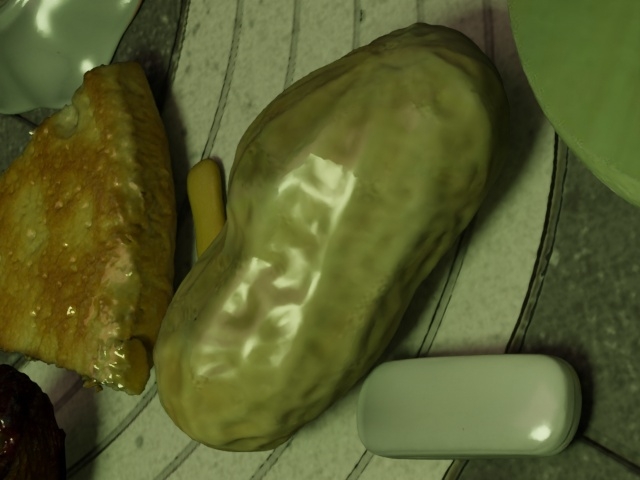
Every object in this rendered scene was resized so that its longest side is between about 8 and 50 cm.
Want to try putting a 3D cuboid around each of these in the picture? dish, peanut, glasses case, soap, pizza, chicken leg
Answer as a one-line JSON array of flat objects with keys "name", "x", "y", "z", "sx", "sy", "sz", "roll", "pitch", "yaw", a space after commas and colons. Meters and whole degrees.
[{"name": "dish", "x": -0.240, "y": -0.215, "z": 1.573, "sx": 0.229, "sy": 0.081, "sz": 0.229, "roll": -15, "pitch": 68, "yaw": 39}, {"name": "peanut", "x": 0.000, "y": 0.000, "z": 1.235, "sx": 0.313, "sy": 0.152, "sz": 0.152, "roll": -57, "pitch": 47, "yaw": 17}, {"name": "glasses case", "x": 0.089, "y": 0.103, "z": 1.195, "sx": 0.164, "sy": 0.041, "sz": 0.063, "roll": -7, "pitch": 71, "yaw": 42}, {"name": "soap", "x": -0.081, "y": -0.018, "z": 1.411, "sx": 0.034, "sy": 0.012, "sz": 0.089, "roll": -28, "pitch": 60, "yaw": 35}, {"name": "pizza", "x": -0.213, "y": 0.006, "z": 1.493, "sx": 0.287, "sy": 0.075, "sz": 0.280, "roll": -17, "pitch": 63, "yaw": 41}, {"name": "chicken leg", "x": -0.239, "y": 0.251, "z": 1.379, "sx": 0.083, "sy": 0.177, "sz": 0.323, "roll": 9, "pitch": 97, "yaw": 9}]

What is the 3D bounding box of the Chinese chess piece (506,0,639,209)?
[{"name": "Chinese chess piece", "x": 0.266, "y": -0.164, "z": 1.037, "sx": 0.349, "sy": 0.146, "sz": 0.349, "roll": -14, "pitch": 69, "yaw": 39}]
